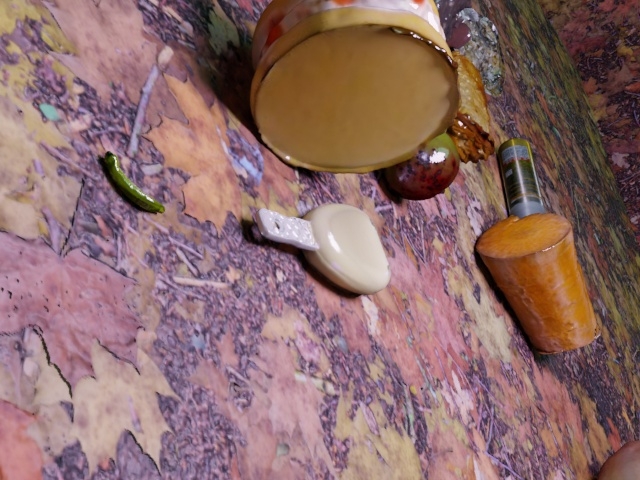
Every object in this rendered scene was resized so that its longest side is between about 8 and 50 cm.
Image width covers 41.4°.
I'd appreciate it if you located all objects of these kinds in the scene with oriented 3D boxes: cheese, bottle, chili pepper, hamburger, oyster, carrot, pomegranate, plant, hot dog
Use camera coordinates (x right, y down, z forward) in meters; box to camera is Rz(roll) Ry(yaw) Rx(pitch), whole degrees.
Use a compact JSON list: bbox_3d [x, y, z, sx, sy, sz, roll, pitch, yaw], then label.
[{"bbox_3d":[0.000,0.000,1.059,0.251,0.054,0.127,16,51,-56],"label":"cheese"},{"bbox_3d":[0.473,-0.115,1.977,0.082,0.082,0.286,42,34,-37],"label":"bottle"},{"bbox_3d":[-0.179,-0.053,0.817,0.083,0.017,0.030,51,28,-24],"label":"chili pepper"},{"bbox_3d":[0.041,-0.243,1.073,0.302,0.261,0.186,101,-13,-57],"label":"hamburger"},{"bbox_3d":[0.294,-0.435,1.869,0.351,0.158,0.162,25,47,-35],"label":"oyster"},{"bbox_3d":[0.429,0.093,1.662,0.254,0.196,0.196,68,25,-19],"label":"carrot"},{"bbox_3d":[0.149,-0.134,1.362,0.159,0.129,0.129,36,38,-33],"label":"pomegranate"},{"bbox_3d":[0.178,-0.421,1.554,0.234,0.178,0.204,1,107,-42],"label":"plant"},{"bbox_3d":[0.275,-0.267,1.722,0.175,0.114,0.259,39,34,-33],"label":"hot dog"}]

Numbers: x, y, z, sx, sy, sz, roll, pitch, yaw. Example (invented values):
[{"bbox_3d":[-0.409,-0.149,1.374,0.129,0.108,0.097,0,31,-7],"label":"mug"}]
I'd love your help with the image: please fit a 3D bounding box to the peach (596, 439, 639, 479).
[{"bbox_3d":[0.652,0.518,1.601,0.292,0.247,0.292,29,23,-13],"label":"peach"}]
